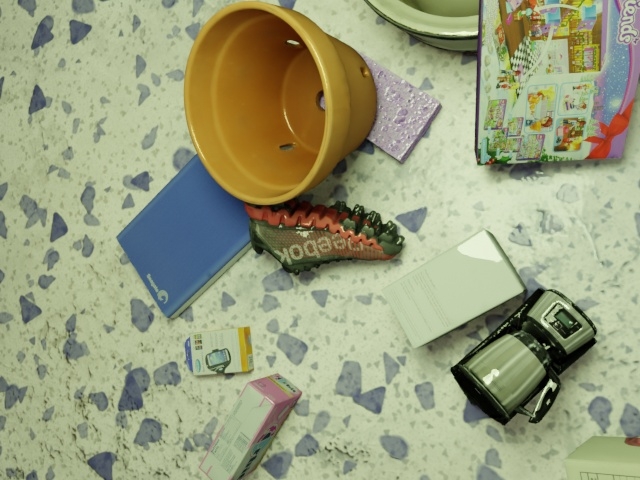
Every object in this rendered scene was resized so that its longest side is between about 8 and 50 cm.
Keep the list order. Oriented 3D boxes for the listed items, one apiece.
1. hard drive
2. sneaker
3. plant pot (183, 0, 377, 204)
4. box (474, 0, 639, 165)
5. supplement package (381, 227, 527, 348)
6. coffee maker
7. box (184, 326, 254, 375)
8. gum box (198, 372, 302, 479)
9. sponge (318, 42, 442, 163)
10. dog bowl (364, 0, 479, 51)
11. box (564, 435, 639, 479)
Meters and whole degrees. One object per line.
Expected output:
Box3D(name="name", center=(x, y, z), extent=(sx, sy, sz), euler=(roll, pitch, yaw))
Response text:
Box3D(name="hard drive", center=(-0.236, -0.031, 1.074), extent=(0.319, 0.040, 0.210), euler=(-42, 72, 14))
Box3D(name="sneaker", center=(0.000, 0.000, 0.945), extent=(0.276, 0.097, 0.135), euler=(13, 113, 9))
Box3D(name="plant pot", center=(-0.044, -0.217, 0.889), extent=(0.291, 0.203, 0.291), euler=(13, 111, 35))
Box3D(name="box", center=(0.312, -0.243, 0.737), extent=(0.201, 0.057, 0.293), euler=(-1, 126, 10))
Box3D(name="supplement package", center=(0.204, 0.074, 0.844), extent=(0.179, 0.105, 0.105), euler=(-32, 73, 18))
Box3D(name="coffee maker", center=(0.280, 0.159, 0.795), extent=(0.178, 0.171, 0.120), euler=(-39, 94, -6))
Box3D(name="box", center=(-0.192, 0.208, 1.045), extent=(0.136, 0.028, 0.081), euler=(-10, 82, 24))
Box3D(name="gum box", center=(-0.121, 0.329, 0.960), extent=(0.062, 0.107, 0.188), euler=(34, 99, 22))
Box3D(name="sponge", center=(0.091, -0.237, 0.957), extent=(0.210, 0.031, 0.117), euler=(39, 101, 21))
Box3D(name="dog bowl", center=(0.246, -0.477, 0.848), extent=(0.408, 0.150, 0.408), euler=(-2, 84, 22))
Box3D(name="box", center=(0.444, 0.330, 0.674), extent=(0.232, 0.127, 0.148), euler=(-14, 82, 42))
